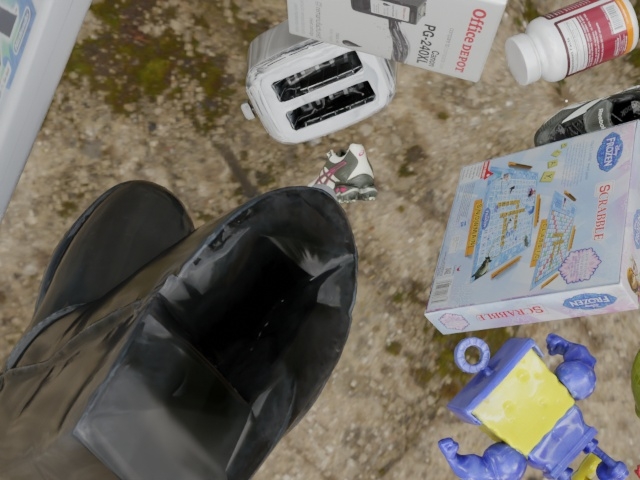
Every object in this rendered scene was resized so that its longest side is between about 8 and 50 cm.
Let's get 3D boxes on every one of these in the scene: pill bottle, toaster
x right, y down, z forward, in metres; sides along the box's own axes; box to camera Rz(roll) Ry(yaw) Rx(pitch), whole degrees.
[{"bbox_3d":[0.318,-0.256,1.108,0.152,0.086,0.086,-22,93,-4],"label":"pill bottle"},{"bbox_3d":[0.010,-0.211,1.076,0.227,0.146,0.129,-18,119,14],"label":"toaster"}]

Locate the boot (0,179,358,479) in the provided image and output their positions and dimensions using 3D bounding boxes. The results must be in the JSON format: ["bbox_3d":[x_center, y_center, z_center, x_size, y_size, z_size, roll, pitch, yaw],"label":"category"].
[{"bbox_3d":[-0.126,0.043,0.665,0.146,0.367,0.445,30,150,-17],"label":"boot"}]

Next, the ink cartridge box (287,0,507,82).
[{"bbox_3d":[0.056,-0.177,0.603,0.150,0.109,0.063,16,74,5],"label":"ink cartridge box"}]

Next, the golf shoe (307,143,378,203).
[{"bbox_3d":[0.044,-0.139,1.902,0.105,0.273,0.120,-5,91,-26],"label":"golf shoe"}]

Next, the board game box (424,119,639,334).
[{"bbox_3d":[0.340,-0.017,1.347,0.318,0.319,0.066,-13,134,39],"label":"board game box"}]

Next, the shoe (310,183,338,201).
[{"bbox_3d":[0.000,0.000,1.374,0.063,0.178,0.081,7,139,-18],"label":"shoe"}]

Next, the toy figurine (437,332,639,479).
[{"bbox_3d":[0.243,0.159,0.884,0.217,0.191,0.362,44,82,6],"label":"toy figurine"}]

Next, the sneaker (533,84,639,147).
[{"bbox_3d":[0.484,-0.212,1.524,0.234,0.106,0.078,-19,95,24],"label":"sneaker"}]

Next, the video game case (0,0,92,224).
[{"bbox_3d":[-0.287,-0.209,0.727,0.329,0.036,0.300,-48,57,45],"label":"video game case"}]
